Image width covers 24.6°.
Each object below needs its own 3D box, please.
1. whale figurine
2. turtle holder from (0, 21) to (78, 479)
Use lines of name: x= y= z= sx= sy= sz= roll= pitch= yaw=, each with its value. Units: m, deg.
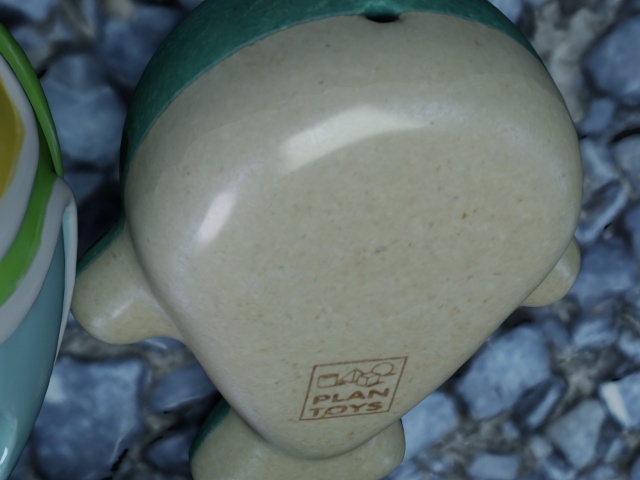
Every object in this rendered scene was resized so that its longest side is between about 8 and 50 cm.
whale figurine: x=0.000 y=0.000 z=0.616 sx=0.216 sy=0.141 sz=0.272 roll=-6 pitch=139 yaw=-13
turtle holder: x=-0.179 y=0.000 z=0.492 sx=0.320 sy=0.227 sz=0.243 roll=-44 pitch=116 yaw=6
